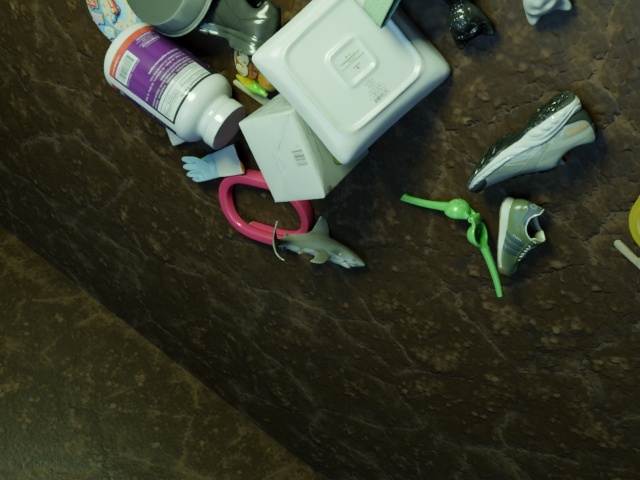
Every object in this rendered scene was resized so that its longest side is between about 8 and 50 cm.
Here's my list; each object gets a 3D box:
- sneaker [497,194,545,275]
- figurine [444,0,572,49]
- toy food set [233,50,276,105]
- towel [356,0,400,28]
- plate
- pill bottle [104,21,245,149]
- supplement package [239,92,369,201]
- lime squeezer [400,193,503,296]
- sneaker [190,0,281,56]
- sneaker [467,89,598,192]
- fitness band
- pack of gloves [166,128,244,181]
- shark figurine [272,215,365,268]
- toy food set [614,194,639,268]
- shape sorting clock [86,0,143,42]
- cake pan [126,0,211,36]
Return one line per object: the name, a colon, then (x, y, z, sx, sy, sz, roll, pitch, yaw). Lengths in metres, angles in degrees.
sneaker: (0.417, 0.001, 1.196, 0.086, 0.064, 0.192, 16, 130, 34)
figurine: (0.278, -0.428, 0.932, 0.214, 0.092, 0.210, -5, 129, 40)
toy food set: (-0.147, -0.395, 1.317, 0.132, 0.038, 0.192, 34, 139, 9)
towel: (0.060, -0.555, 0.945, 0.325, 0.038, 0.248, 53, 141, 17)
plate: (0.059, -0.329, 1.076, 0.277, 0.045, 0.278, -41, 97, 5)
pill bottle: (-0.342, -0.362, 1.390, 0.322, 0.181, 0.182, 37, 139, 5)
supplement package: (-0.028, -0.220, 1.250, 0.149, 0.203, 0.194, -1, 124, 39)
lime squeezer: (0.305, -0.018, 1.250, 0.310, 0.058, 0.110, 47, 121, 14)
sneaker: (-0.189, -0.486, 1.237, 0.286, 0.109, 0.130, 30, 115, 23)
sneaker: (0.379, -0.153, 1.071, 0.108, 0.100, 0.271, 43, 139, -9)
fitness band: (-0.149, -0.089, 1.578, 0.290, 0.054, 0.209, 15, 130, 27)
pack of gloves: (-0.307, -0.264, 1.569, 0.232, 0.046, 0.195, -5, 109, 38)
shark figurine: (-0.028, -0.009, 1.491, 0.166, 0.278, 0.116, 31, 105, 56)
toy food set: (0.620, -0.038, 1.012, 0.128, 0.071, 0.218, 47, 144, 33)
shape sorting clock: (-0.503, -0.574, 1.440, 0.206, 0.040, 0.206, 22, 136, 23)
cake pan: (-0.329, -0.580, 1.208, 0.293, 0.054, 0.294, 12, 109, 37)
